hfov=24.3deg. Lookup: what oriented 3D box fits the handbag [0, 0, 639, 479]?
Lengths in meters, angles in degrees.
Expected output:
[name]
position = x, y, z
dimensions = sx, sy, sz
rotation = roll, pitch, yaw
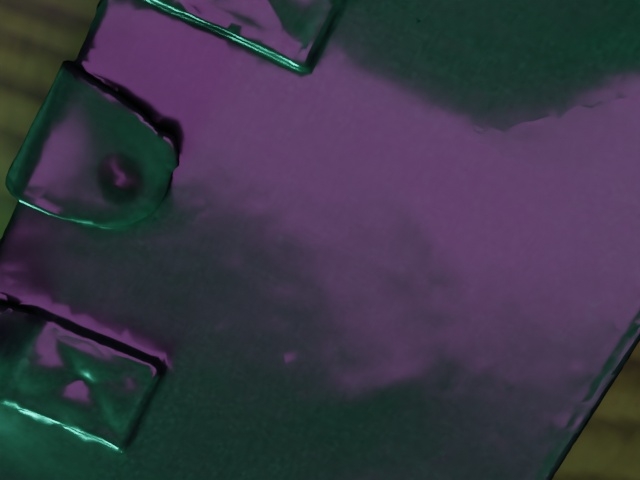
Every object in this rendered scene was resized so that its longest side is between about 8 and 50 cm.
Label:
[handbag]
position = 0.001, 0.001, 0.549
dimensions = 0.238, 0.089, 0.326
rotation = 24, 115, -8
